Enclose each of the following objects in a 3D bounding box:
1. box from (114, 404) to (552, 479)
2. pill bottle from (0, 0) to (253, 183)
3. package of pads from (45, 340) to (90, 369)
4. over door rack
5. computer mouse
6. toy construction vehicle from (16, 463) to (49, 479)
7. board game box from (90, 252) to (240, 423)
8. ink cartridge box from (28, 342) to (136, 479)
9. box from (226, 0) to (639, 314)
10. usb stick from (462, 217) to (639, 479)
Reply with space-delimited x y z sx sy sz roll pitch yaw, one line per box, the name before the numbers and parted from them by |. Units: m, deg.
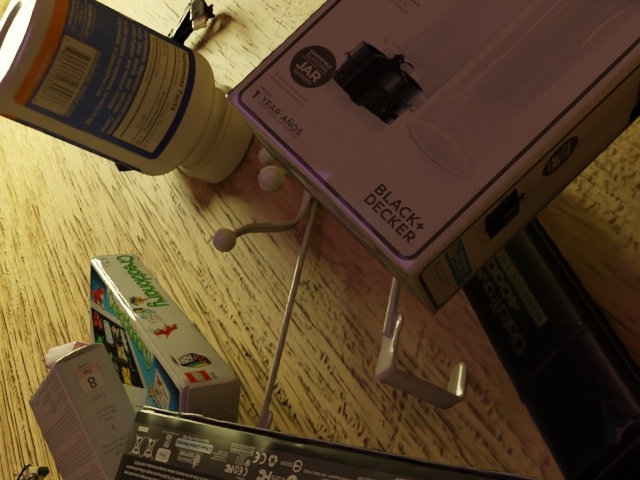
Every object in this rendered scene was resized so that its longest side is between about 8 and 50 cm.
box | -0.010 0.276 0.505 0.394 0.097 0.318 -2 63 43
pill bottle | -0.212 -0.161 0.974 0.152 0.272 0.152 -30 49 42
package of pads | -0.307 0.149 1.125 0.083 0.050 0.032 -18 57 48
over door rack | 0.000 0.000 0.694 0.239 0.108 0.324 135 143 -52
computer mouse | -0.186 -0.205 1.163 0.184 0.060 0.262 -46 27 36
toy construction vehicle | -0.347 0.326 1.100 0.098 0.035 0.086 -58 45 17
board game box | -0.161 0.153 0.854 0.305 0.053 0.193 36 125 56
ink cartridge box | -0.201 0.229 0.852 0.232 0.066 0.189 60 149 6
box | 0.109 -0.118 0.533 0.290 0.087 0.169 -45 65 -2
usb stick | 0.135 0.039 0.583 0.077 0.045 0.278 -57 34 29
